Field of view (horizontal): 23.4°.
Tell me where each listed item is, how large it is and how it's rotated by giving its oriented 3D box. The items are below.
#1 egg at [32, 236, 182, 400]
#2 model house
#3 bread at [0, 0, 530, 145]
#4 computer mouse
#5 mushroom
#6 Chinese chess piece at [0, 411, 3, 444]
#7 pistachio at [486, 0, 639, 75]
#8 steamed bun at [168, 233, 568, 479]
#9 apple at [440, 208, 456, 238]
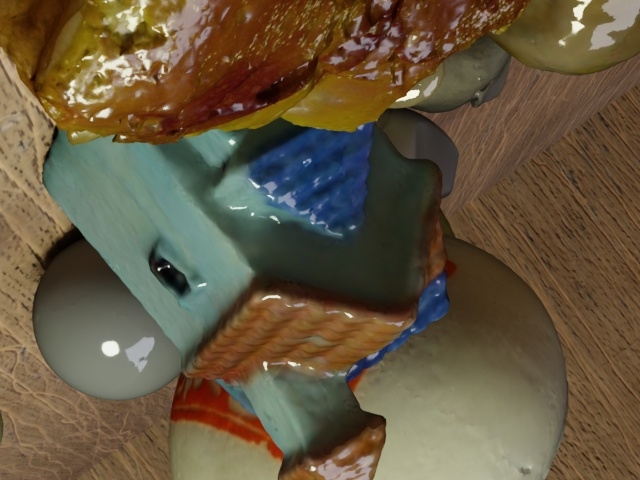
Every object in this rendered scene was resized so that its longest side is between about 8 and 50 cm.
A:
[{"bbox_3d":[-0.174,0.064,1.331,0.146,0.146,0.199,-35,-178,-6],"label":"egg"},{"bbox_3d":[0.000,0.000,1.063,0.252,0.329,0.295,-28,171,-26],"label":"model house"},{"bbox_3d":[-0.004,-0.131,0.804,0.380,0.109,0.185,-7,131,-58],"label":"bread"},{"bbox_3d":[0.021,-0.072,1.439,0.184,0.121,0.297,-14,-175,21],"label":"computer mouse"},{"bbox_3d":[0.108,-0.163,1.406,0.108,0.096,0.247,-12,-177,32],"label":"mushroom"},{"bbox_3d":[-0.343,0.172,1.081,0.257,0.104,0.257,-35,-160,15],"label":"Chinese chess piece"},{"bbox_3d":[0.243,-0.231,1.345,0.213,0.163,0.260,-3,-167,30],"label":"pistachio"},{"bbox_3d":[0.026,0.130,1.368,0.374,0.241,0.374,-23,-151,14],"label":"steamed bun"},{"bbox_3d":[0.007,0.063,1.675,0.295,0.258,0.233,-40,171,22],"label":"apple"}]
